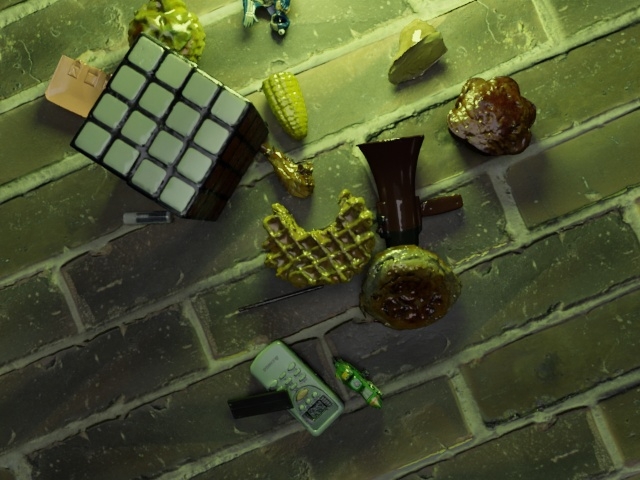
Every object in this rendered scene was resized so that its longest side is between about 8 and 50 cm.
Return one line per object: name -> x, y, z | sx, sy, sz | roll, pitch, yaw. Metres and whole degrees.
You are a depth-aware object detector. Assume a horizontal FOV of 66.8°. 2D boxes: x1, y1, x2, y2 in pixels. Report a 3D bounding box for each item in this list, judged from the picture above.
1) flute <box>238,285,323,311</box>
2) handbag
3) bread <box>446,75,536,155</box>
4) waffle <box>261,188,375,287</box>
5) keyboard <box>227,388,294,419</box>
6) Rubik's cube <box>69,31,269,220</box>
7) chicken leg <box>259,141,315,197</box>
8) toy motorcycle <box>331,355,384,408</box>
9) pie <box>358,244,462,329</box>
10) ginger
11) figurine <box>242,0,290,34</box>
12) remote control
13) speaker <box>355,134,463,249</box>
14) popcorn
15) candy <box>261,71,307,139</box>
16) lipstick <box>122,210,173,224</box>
flute -> -0.119, 0.173, 1.466 | 0.270, 0.014, 0.014 | -16, 89, 2
handbag -> -0.696, -0.448, 1.460 | 0.213, 0.059, 0.157 | 24, 91, 0
bread -> 0.496, -0.353, 1.395 | 0.247, 0.135, 0.232 | 27, 90, 2
waffle -> 0.000, 0.000, 1.379 | 0.324, 0.151, 0.261 | -11, 93, 16
keyboard -> -0.179, 0.484, 1.435 | 0.202, 0.011, 0.067 | -17, 101, 18
Rubik's cube -> -0.377, -0.274, 1.313 | 0.337, 0.344, 0.343 | 31, 89, 2
chicken leg -> -0.093, -0.217, 1.433 | 0.207, 0.085, 0.101 | 47, 116, 4
toy motorcycle -> 0.105, 0.408, 1.413 | 0.190, 0.106, 0.074 | 41, 91, 3
pie -> 0.247, 0.138, 1.391 | 0.308, 0.085, 0.308 | -1, 120, -2
ginger -> 0.259, -0.560, 1.432 | 0.193, 0.115, 0.122 | -37, 68, 8
figurine -> -0.145, -0.743, 1.430 | 0.164, 0.121, 0.262 | 1, 107, 8
remote control -> -0.069, 0.432, 1.442 | 0.140, 0.056, 0.296 | -45, 90, -1
speaker -> 0.254, -0.150, 1.422 | 0.259, 0.198, 0.329 | -24, 107, -36
popcorn -> -0.445, -0.591, 1.404 | 0.218, 0.169, 0.189 | -14, 96, -9
candy -> -0.093, -0.391, 1.433 | 0.106, 0.094, 0.198 | -22, 96, 0
lipstick -> -0.519, -0.068, 1.463 | 0.141, 0.040, 0.040 | -2, 90, 2
